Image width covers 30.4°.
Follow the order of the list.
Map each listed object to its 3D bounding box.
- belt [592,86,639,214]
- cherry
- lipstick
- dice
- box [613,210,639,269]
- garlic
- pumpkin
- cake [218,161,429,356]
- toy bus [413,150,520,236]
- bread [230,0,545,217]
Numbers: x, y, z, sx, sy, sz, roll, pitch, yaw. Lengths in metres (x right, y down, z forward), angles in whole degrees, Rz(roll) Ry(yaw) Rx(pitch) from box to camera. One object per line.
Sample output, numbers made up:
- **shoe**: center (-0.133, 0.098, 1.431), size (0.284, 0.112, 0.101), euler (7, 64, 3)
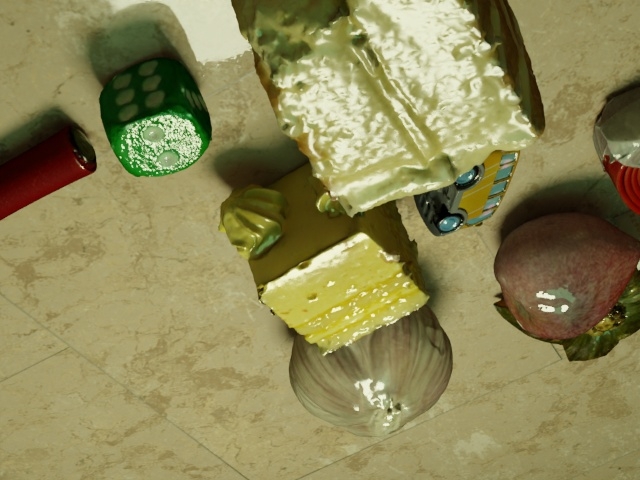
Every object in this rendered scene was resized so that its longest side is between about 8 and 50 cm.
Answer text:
- **belt**: center (0.591, -0.150, 1.948), size (0.323, 0.115, 0.227), euler (20, 126, -36)
- **cherry**: center (0.426, 0.049, 2.064), size (0.239, 0.206, 0.239), euler (-12, 114, -30)
- **lipstick**: center (-0.444, -0.084, 1.725), size (0.241, 0.080, 0.080), euler (-27, 138, 12)
- **dice**: center (-0.232, -0.173, 1.652), size (0.131, 0.128, 0.120), euler (-21, 137, 9)
- **box**: center (0.642, -0.040, 2.079), size (0.220, 0.122, 0.032), euler (-25, 132, 12)
- **garlic**: center (0.085, 0.218, 2.095), size (0.317, 0.259, 0.317), euler (-12, 142, -10)
- **pumpkin**: center (0.520, 0.126, 2.248), size (0.290, 0.095, 0.258), euler (-35, 132, 16)
- **cake**: center (0.000, 0.000, 1.847), size (0.227, 0.222, 0.286), euler (-30, 137, 14)
- **toy bus**: center (0.233, -0.110, 1.875), size (0.136, 0.126, 0.209), euler (-9, 140, -21)
- **bread**: center (0.074, -0.294, 1.431), size (0.279, 0.390, 0.371), euler (-19, 142, 17)
